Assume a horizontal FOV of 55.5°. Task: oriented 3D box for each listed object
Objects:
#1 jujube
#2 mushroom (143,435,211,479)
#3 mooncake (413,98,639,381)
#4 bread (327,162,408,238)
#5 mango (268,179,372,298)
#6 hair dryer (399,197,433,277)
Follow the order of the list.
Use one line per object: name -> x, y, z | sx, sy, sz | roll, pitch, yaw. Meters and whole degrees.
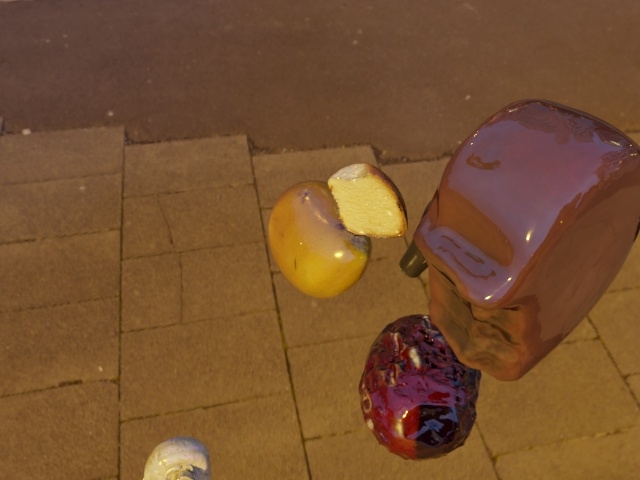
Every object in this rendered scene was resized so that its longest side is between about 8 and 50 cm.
jujube -> 0.202, 0.287, 1.250 | 0.259, 0.258, 0.377 | 18, 11, 10
mushroom -> -0.172, 0.280, 0.740 | 0.084, 0.083, 0.067 | -15, 21, -16
mooncake -> 0.239, 0.007, 0.733 | 0.174, 0.333, 0.326 | 40, 19, 33
bread -> 0.076, -0.062, 0.954 | 0.126, 0.129, 0.044 | 2, 44, 35
mango -> 0.000, 0.000, 1.203 | 0.173, 0.211, 0.317 | 14, 15, -25
hair dryer -> 0.267, 0.049, 1.031 | 0.271, 0.235, 0.091 | 45, 48, 14
